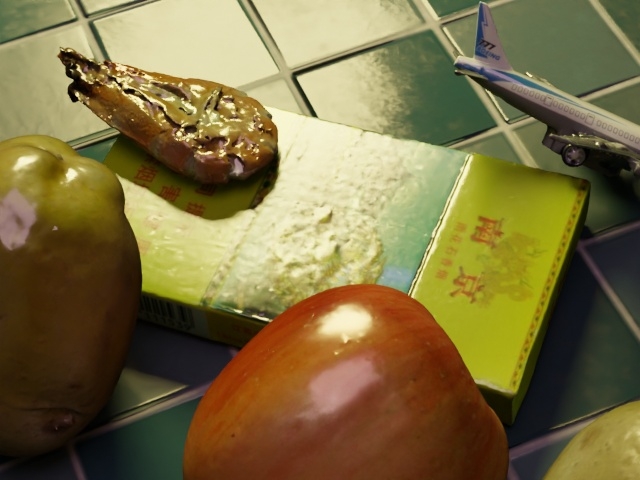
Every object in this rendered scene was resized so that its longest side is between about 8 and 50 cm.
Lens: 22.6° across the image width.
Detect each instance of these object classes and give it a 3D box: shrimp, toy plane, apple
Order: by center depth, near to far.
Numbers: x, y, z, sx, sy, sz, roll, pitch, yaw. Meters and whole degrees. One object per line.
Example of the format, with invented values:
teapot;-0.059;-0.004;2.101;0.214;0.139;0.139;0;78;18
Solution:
apple;0.012;0.125;0.923;0.199;0.199;0.199;-2;52;3
toy plane;0.187;-0.079;1.106;0.226;0.058;0.226;34;15;-7
shrimp;-0.113;-0.092;1.136;0.184;0.043;0.091;24;49;15

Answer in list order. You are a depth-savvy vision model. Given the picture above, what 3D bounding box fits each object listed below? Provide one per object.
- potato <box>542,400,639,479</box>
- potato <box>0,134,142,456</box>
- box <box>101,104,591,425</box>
potato;0.214;0.238;0.791;0.202;0.218;0.351;-18;50;24
potato;-0.189;0.035;1.011;0.154;0.200;0.137;27;21;11
box;0.000;0.000;1.104;0.335;0.047;0.187;15;54;15
